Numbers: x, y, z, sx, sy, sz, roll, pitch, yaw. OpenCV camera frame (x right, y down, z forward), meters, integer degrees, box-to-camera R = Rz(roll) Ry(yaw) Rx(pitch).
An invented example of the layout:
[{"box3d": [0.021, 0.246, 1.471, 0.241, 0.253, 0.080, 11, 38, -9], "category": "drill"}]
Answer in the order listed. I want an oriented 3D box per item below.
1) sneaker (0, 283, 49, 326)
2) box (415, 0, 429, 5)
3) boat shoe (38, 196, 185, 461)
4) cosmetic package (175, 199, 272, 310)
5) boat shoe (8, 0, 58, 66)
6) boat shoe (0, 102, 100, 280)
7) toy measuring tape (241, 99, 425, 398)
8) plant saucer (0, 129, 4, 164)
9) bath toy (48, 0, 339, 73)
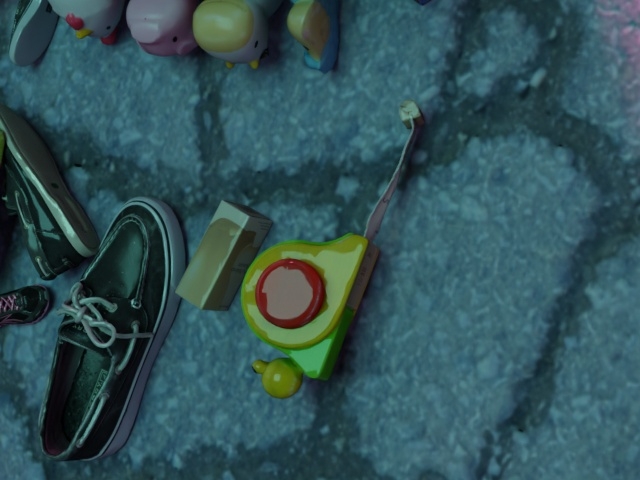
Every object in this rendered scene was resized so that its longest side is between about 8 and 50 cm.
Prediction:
[{"box3d": [-0.379, 0.081, 1.338, 0.119, 0.057, 0.047, -17, 76, 21], "category": "sneaker"}, {"box3d": [0.058, -0.420, 1.065, 0.177, 0.279, 0.290, -31, 74, 19], "category": "box"}, {"box3d": [-0.243, 0.097, 1.248, 0.113, 0.105, 0.306, 23, 95, 24], "category": "boat shoe"}, {"box3d": [-0.104, 0.018, 1.218, 0.041, 0.060, 0.115, 31, 99, 23], "category": "cosmetic package"}, {"box3d": [-0.346, -0.279, 1.364, 0.040, 0.049, 0.142, 22, 88, 30], "category": "boat shoe"}, {"box3d": [-0.347, -0.062, 1.321, 0.079, 0.084, 0.233, -35, 74, 13], "category": "boat shoe"}, {"box3d": [0.000, 0.000, 1.150, 0.121, 0.121, 0.330, 19, 84, 25], "category": "toy measuring tape"}, {"box3d": [-0.460, -0.069, 1.349, 0.188, 0.045, 0.188, 28, 110, 38], "category": "plant saucer"}, {"box3d": [-0.150, -0.258, 1.236, 0.348, 0.129, 0.151, 9, 45, 23], "category": "bath toy"}]
